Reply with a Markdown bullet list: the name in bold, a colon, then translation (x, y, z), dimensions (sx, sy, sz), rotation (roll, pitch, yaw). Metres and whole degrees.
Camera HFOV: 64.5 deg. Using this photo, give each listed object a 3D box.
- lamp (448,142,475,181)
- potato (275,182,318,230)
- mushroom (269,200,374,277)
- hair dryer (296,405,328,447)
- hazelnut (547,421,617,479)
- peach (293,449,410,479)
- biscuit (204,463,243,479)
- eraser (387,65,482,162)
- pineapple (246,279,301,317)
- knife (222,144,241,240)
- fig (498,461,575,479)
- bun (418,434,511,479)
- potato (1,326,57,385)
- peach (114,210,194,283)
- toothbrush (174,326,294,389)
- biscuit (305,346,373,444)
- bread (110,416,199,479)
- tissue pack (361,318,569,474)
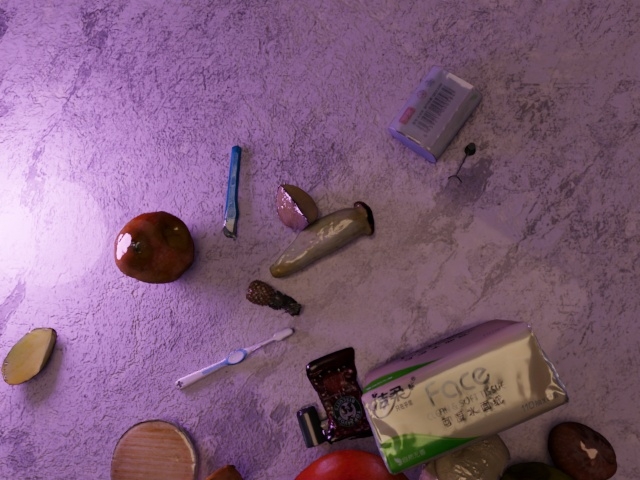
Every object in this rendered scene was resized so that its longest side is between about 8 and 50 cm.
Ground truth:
- **lamp**: translation (0.405, -0.224, 1.426), dimensions (0.041, 0.054, 0.121), rotation (27, 85, 12)
- **potato**: translation (-0.054, -0.083, 1.455), dimensions (0.172, 0.089, 0.101), rotation (49, 135, 32)
- **mushroom**: translation (-0.001, -0.004, 1.437), dimensions (0.333, 0.087, 0.107), rotation (-26, 79, 6)
- **hair dryer**: translation (0.040, 0.481, 1.374), dimensions (0.197, 0.057, 0.100), rotation (-17, 79, -3)
- **hazelnut**: translation (0.634, 0.515, 1.233), dimensions (0.143, 0.143, 0.154), rotation (-42, 76, 0)
- **peach**: translation (0.068, 0.684, 1.171), dimensions (0.388, 0.388, 0.388), rotation (-1, 81, 8)
- **biscuit**: translation (-0.306, 0.694, 1.259), dimensions (0.102, 0.296, 0.296), rotation (41, 88, 20)
- **eraser**: translation (0.326, -0.360, 1.448), dimensions (0.174, 0.081, 0.227), rotation (36, 87, 8)
- **pineapple**: translation (-0.130, 0.169, 1.436), dimensions (0.159, 0.074, 0.074), rotation (22, 85, 7)
- **knife**: translation (-0.261, -0.145, 1.528), dimensions (0.044, 0.026, 0.297), rotation (3, 79, 6)
- **fig**: translation (0.539, 0.653, 1.178), dimensions (0.271, 0.239, 0.239), rotation (24, 85, -2)
- **bun**: translation (0.329, 0.546, 1.217), dimensions (0.259, 0.259, 0.152), rotation (-46, 66, -1)
- **potato**: translation (-0.863, 0.343, 1.522), dimensions (0.119, 0.054, 0.198), rotation (26, 81, 12)
- **peach**: translation (-0.469, 0.026, 1.425), dimensions (0.214, 0.235, 0.214), rotation (0, 91, 11)
- **toothbrush**: translation (-0.247, 0.335, 1.439), dimensions (0.386, 0.040, 0.040), rotation (-27, 78, 4)
- **biscuit**: translation (0.055, 0.416, 1.349), dimensions (0.151, 0.063, 0.235), rotation (-14, 64, -14)
- **bread**: translation (-0.462, 0.632, 1.421), dimensions (0.267, 0.040, 0.267), rotation (-1, 80, 7)
- **tissue pack**: translation (0.312, 0.349, 1.206), dimensions (0.405, 0.332, 0.205), rotation (-24, 80, 3)
